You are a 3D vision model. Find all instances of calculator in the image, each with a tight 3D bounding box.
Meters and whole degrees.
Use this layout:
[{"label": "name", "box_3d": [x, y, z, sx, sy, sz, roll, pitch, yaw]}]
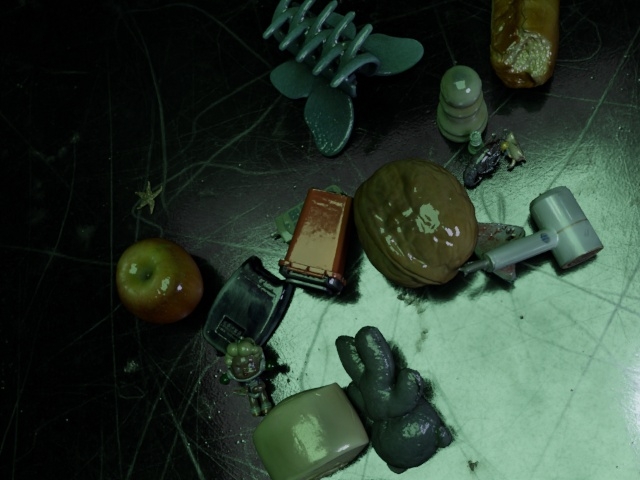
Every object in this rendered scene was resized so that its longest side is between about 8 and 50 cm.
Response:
[{"label": "calculator", "box_3d": [-0.193, 0.181, 1.823, 0.177, 0.040, 0.268, 31, 91, 19]}]

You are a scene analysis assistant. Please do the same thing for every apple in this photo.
[{"label": "apple", "box_3d": [-0.406, 0.104, 1.825, 0.210, 0.173, 0.235, -33, 62, 9]}]

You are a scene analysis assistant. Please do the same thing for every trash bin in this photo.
[{"label": "trash bin", "box_3d": [0.000, 0.000, 1.730, 0.161, 0.184, 0.239, 13, 82, 10]}]

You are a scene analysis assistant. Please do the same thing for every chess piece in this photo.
[{"label": "chess piece", "box_3d": [0.382, -0.241, 1.755, 0.042, 0.093, 0.042, -3, 77, 12]}, {"label": "chess piece", "box_3d": [0.335, -0.335, 1.711, 0.133, 0.243, 0.133, -3, 77, 13]}]

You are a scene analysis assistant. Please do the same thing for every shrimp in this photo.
[{"label": "shrimp", "box_3d": [0.408, -0.203, 1.748, 0.165, 0.065, 0.057, -44, 46, 8]}]

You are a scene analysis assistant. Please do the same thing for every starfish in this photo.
[{"label": "starfish", "box_3d": [-0.471, -0.117, 1.976, 0.092, 0.016, 0.086, -35, 73, 0]}]

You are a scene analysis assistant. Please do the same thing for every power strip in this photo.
[{"label": "power strip", "box_3d": [-0.029, -0.064, 1.845, 0.226, 0.029, 0.080, -30, 72, 5]}]

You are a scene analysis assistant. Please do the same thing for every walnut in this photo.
[{"label": "walnut", "box_3d": [0.219, -0.039, 1.657, 0.277, 0.252, 0.313, -29, 66, 14]}]

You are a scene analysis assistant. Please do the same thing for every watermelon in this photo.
[{"label": "watermelon", "box_3d": [0.429, 0.017, 1.698, 0.139, 0.071, 0.187, -27, 65, -5]}]

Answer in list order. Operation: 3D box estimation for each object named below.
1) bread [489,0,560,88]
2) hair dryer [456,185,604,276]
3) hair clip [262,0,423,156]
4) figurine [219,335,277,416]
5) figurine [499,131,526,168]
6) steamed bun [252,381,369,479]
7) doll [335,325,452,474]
[{"label": "bread", "box_3d": [0.511, -0.551, 1.752, 0.148, 0.195, 0.344, -3, 75, 34]}, {"label": "hair dryer", "box_3d": [0.451, 0.005, 1.608, 0.357, 0.108, 0.173, -19, 70, -20]}, {"label": "hair clip", "box_3d": [0.022, -0.478, 1.831, 0.318, 0.238, 0.392, 42, 89, 22]}, {"label": "figurine", "box_3d": [-0.172, 0.329, 1.736, 0.147, 0.093, 0.197, -18, 84, 5]}, {"label": "figurine", "box_3d": [0.467, -0.223, 1.759, 0.050, 0.047, 0.083, -27, 67, 17]}, {"label": "steamed bun", "box_3d": [-0.034, 0.444, 1.628, 0.250, 0.155, 0.200, -32, 69, 6]}, {"label": "doll", "box_3d": [0.168, 0.347, 1.623, 0.246, 0.158, 0.341, -37, 73, 46]}]
